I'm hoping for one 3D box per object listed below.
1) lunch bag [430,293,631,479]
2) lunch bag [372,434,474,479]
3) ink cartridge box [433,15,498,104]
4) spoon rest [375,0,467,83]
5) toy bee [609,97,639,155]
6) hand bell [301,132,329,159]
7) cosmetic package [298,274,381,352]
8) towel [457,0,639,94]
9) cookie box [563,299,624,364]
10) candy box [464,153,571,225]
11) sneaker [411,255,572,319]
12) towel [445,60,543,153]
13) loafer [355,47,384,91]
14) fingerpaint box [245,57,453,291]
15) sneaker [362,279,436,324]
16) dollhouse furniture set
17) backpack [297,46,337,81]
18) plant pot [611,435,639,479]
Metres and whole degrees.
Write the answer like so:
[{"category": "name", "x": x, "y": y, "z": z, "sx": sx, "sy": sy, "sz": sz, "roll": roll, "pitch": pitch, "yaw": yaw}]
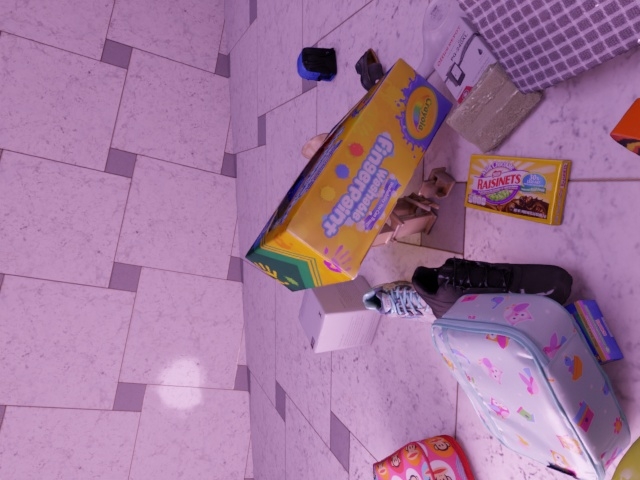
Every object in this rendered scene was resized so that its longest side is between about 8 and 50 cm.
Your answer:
[{"category": "lunch bag", "x": 0.302, "y": 0.216, "z": 0.679, "sx": 0.279, "sy": 0.107, "sz": 0.224, "roll": 59, "pitch": 154, "yaw": -9}, {"category": "lunch bag", "x": 0.234, "y": 0.589, "z": 0.985, "sx": 0.293, "sy": 0.120, "sz": 0.258, "roll": 119, "pitch": 142, "yaw": -49}, {"category": "ink cartridge box", "x": 0.288, "y": -0.329, "z": 0.845, "sx": 0.109, "sy": 0.063, "sz": 0.151, "roll": 115, "pitch": 143, "yaw": -48}, {"category": "spoon rest", "x": 0.234, "y": -0.423, "z": 0.972, "sx": 0.276, "sy": 0.084, "sz": 0.137, "roll": -46, "pitch": 50, "yaw": 42}, {"category": "toy bee", "x": 0.435, "y": -0.068, "z": 0.443, "sx": 0.195, "sy": 0.162, "sz": 0.298, "roll": -53, "pitch": 11, "yaw": 35}, {"category": "hand bell", "x": 0.044, "y": -0.205, "z": 1.417, "sx": 0.242, "sy": 0.126, "sz": 0.126, "roll": 65, "pitch": 150, "yaw": 18}, {"category": "cosmetic package", "x": 0.054, "y": 0.208, "z": 1.291, "sx": 0.151, "sy": 0.183, "sz": 0.151, "roll": -121, "pitch": 37, "yaw": -49}, {"category": "towel", "x": 0.319, "y": -0.337, "z": 0.571, "sx": 0.235, "sy": 0.121, "sz": 0.283, "roll": 49, "pitch": 162, "yaw": -13}, {"category": "cookie box", "x": 0.386, "y": 0.152, "z": 0.690, "sx": 0.107, "sy": 0.040, "sz": 0.092, "roll": 125, "pitch": 138, "yaw": -54}, {"category": "candy box", "x": 0.338, "y": -0.096, "z": 0.797, "sx": 0.206, "sy": 0.027, "sz": 0.105, "roll": -152, "pitch": 66, "yaw": -64}, {"category": "sneaker", "x": 0.274, "y": 0.082, "z": 0.770, "sx": 0.286, "sy": 0.130, "sz": 0.109, "roll": -19, "pitch": 39, "yaw": 51}, {"category": "towel", "x": 0.302, "y": -0.229, "z": 0.791, "sx": 0.027, "sy": 0.110, "sz": 0.148, "roll": -55, "pitch": 0, "yaw": -39}, {"category": "loafer", "x": 0.139, "y": -0.444, "z": 1.192, "sx": 0.061, "sy": 0.062, "sz": 0.170, "roll": -60, "pitch": 40, "yaw": 43}, {"category": "fingerpaint box", "x": 0.043, "y": -0.122, "z": 1.006, "sx": 0.445, "sy": 0.163, "sz": 0.371, "roll": -58, "pitch": 12, "yaw": -19}, {"category": "sneaker", "x": 0.198, "y": 0.144, "z": 1.021, "sx": 0.283, "sy": 0.122, "sz": 0.110, "roll": -16, "pitch": 77, "yaw": 63}, {"category": "dollhouse furniture set", "x": 0.170, "y": -0.088, "z": 0.974, "sx": 0.101, "sy": 0.181, "sz": 0.161, "roll": 52, "pitch": 140, "yaw": 35}, {"category": "backpack", "x": -0.018, "y": -0.568, "z": 1.469, "sx": 0.101, "sy": 0.120, "sz": 0.098, "roll": 153, "pitch": 112, "yaw": -65}, {"category": "plant pot", "x": 0.414, "y": 0.296, "z": 0.420, "sx": 0.228, "sy": 0.227, "sz": 0.207, "roll": -117, "pitch": 28, "yaw": -44}]
